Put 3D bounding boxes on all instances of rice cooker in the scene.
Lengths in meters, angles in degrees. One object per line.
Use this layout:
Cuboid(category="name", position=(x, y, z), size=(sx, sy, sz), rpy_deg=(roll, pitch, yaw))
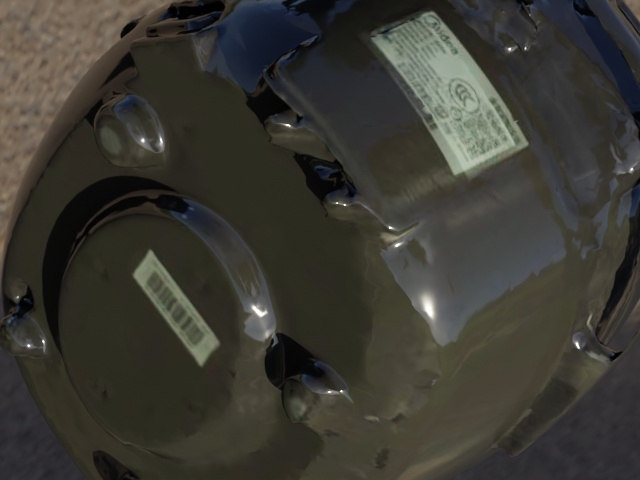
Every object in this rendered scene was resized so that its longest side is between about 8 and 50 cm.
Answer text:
Cuboid(category="rice cooker", position=(0.001, -0.001, 0.438), size=(0.118, 0.203, 0.142), rpy_deg=(-27, 75, -42))
